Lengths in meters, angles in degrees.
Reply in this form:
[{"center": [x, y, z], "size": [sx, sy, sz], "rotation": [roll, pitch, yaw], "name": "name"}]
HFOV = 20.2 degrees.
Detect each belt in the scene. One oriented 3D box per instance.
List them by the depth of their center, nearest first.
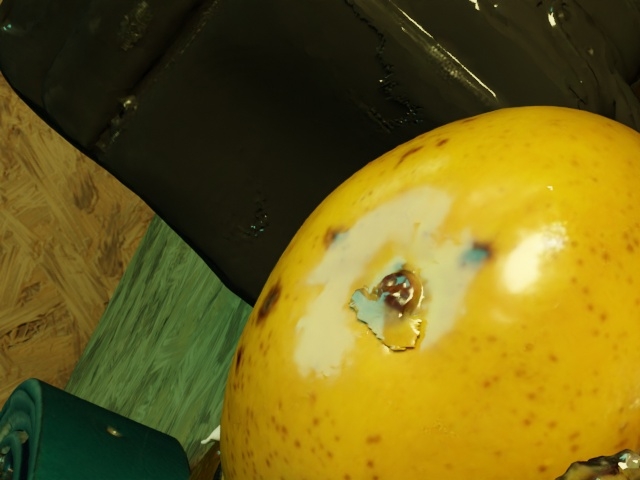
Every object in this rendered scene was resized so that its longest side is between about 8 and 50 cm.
[{"center": [-0.227, 0.297, 1.446], "size": [0.300, 0.173, 0.436], "rotation": [-60, 12, 18], "name": "belt"}]

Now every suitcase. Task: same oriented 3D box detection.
[{"center": [-0.005, -0.127, 0.980], "size": [0.188, 0.339, 0.345], "rotation": [-53, 6, -33], "name": "suitcase"}]

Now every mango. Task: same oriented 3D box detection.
[{"center": [0.051, 0.069, 0.715], "size": [0.191, 0.160, 0.290], "rotation": [-35, -19, -24], "name": "mango"}]

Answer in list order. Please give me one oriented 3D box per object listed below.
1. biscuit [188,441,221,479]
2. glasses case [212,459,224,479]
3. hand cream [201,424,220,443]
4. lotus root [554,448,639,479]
[{"center": [-0.024, 0.130, 1.258], "size": [0.301, 0.043, 0.278], "rotation": [-61, 9, 2], "name": "biscuit"}, {"center": [0.001, 0.188, 0.819], "size": [0.082, 0.122, 0.321], "rotation": [-58, 13, 24], "name": "glasses case"}, {"center": [0.030, 0.080, 0.996], "size": [0.248, 0.133, 0.083], "rotation": [145, 113, -64], "name": "hand cream"}, {"center": [0.038, 0.184, 0.578], "size": [0.284, 0.160, 0.146], "rotation": [-61, 5, 24], "name": "lotus root"}]
